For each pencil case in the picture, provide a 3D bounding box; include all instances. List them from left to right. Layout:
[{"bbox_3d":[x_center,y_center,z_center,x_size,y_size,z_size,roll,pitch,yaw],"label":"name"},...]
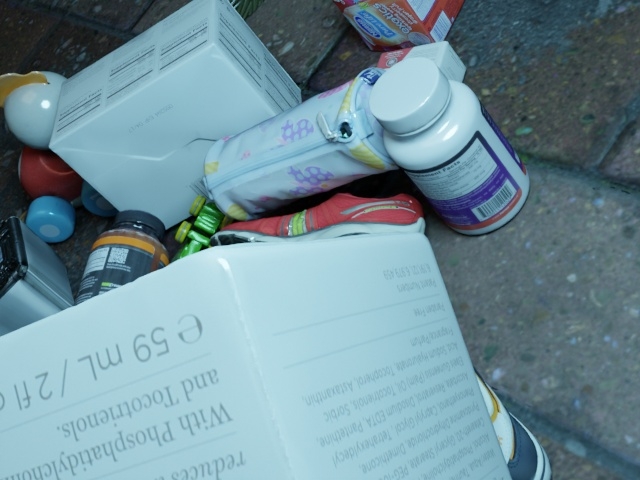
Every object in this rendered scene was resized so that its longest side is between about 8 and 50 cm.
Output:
[{"bbox_3d":[-0.016,-0.103,1.215,0.273,0.113,0.124,-17,18,44],"label":"pencil case"}]

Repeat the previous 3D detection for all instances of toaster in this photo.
[{"bbox_3d":[-0.444,0.080,1.467,0.168,0.110,0.185,-43,34,4],"label":"toaster"}]

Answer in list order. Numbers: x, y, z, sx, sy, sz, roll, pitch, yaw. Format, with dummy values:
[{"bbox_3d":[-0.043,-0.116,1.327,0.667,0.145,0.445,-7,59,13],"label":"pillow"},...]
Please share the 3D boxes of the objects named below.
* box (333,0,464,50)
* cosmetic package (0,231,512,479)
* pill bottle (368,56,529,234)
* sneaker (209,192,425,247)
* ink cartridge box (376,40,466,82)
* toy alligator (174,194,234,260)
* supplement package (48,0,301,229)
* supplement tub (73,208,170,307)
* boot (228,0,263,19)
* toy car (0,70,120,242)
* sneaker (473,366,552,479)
[{"bbox_3d":[0.131,-0.385,1.370,0.123,0.128,0.257,10,65,43],"label":"box"},{"bbox_3d":[-0.055,0.230,0.765,0.329,0.327,0.393,-23,82,26],"label":"cosmetic package"},{"bbox_3d":[0.132,-0.099,1.092,0.108,0.193,0.108,-21,46,24],"label":"pill bottle"},{"bbox_3d":[0.000,0.000,1.215,0.279,0.107,0.118,-3,38,34],"label":"sneaker"},{"bbox_3d":[0.108,-0.165,1.267,0.099,0.056,0.135,-3,57,39],"label":"ink cartridge box"},{"bbox_3d":[-0.160,0.008,1.356,0.189,0.056,0.051,-63,0,-11],"label":"toy alligator"},{"bbox_3d":[-0.183,-0.163,1.382,0.262,0.204,0.145,-27,39,20],"label":"supplement package"},{"bbox_3d":[-0.253,0.059,1.345,0.106,0.106,0.198,-13,50,31],"label":"supplement tub"},{"bbox_3d":[-0.172,-0.452,1.705,0.236,0.089,0.269,-44,40,-15],"label":"boot"},{"bbox_3d":[-0.400,-0.163,1.538,0.210,0.238,0.219,-23,46,24],"label":"toy car"},{"bbox_3d":[0.078,0.136,1.004,0.126,0.127,0.321,-52,41,-6],"label":"sneaker"}]
